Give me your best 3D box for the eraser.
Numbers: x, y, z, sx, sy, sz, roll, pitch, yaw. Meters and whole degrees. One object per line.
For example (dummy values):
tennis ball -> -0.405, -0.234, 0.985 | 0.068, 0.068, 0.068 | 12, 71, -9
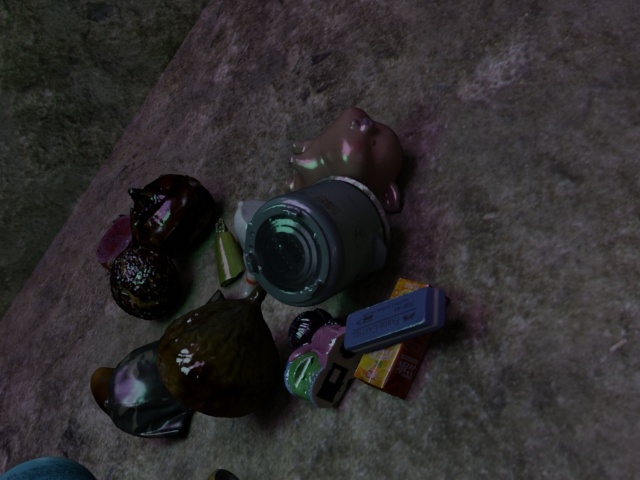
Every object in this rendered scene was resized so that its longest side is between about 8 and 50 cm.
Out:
eraser -> 0.140, 0.154, 1.491 | 0.225, 0.036, 0.082 | -25, 43, 39

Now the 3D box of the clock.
clock -> -0.010, 0.247, 1.676 | 0.194, 0.100, 0.195 | -60, 32, -4

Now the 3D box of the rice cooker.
rice cooker -> 0.000, 0.000, 1.699 | 0.316, 0.316, 0.264 | -141, 52, -57

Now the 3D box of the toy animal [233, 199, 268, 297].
toy animal -> -0.141, 0.028, 1.983 | 0.138, 0.283, 0.140 | 16, 43, 29

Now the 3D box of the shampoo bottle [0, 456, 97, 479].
shampoo bottle -> -0.630, 0.724, 1.834 | 0.342, 0.331, 0.331 | 18, 76, 57

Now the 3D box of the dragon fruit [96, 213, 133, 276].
dragon fruit -> -0.664, 0.043, 2.680 | 0.211, 0.147, 0.282 | -28, 44, 22

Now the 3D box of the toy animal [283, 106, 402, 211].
toy animal -> 0.053, -0.162, 1.863 | 0.326, 0.269, 0.237 | 110, 165, -45

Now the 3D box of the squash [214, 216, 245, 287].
squash -> -0.262, 0.030, 2.220 | 0.090, 0.075, 0.200 | -42, 53, 52

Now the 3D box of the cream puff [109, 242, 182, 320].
cream puff -> -0.529, 0.127, 2.317 | 0.239, 0.239, 0.164 | -18, 10, 43

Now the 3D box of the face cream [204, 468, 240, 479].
face cream -> -0.307, 0.645, 1.697 | 0.349, 0.105, 0.105 | -45, 34, 15

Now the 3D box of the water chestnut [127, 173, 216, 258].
water chestnut -> -0.487, -0.091, 2.430 | 0.300, 0.300, 0.300 | -33, 39, 31

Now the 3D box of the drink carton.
drink carton -> 0.159, 0.191, 1.534 | 0.096, 0.071, 0.223 | 9, 69, 54

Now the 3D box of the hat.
hat -> -0.399, 0.296, 2.054 | 0.366, 0.257, 0.382 | 43, 117, 55

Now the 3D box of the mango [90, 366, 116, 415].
mango -> -0.587, 0.432, 2.241 | 0.267, 0.111, 0.133 | 19, 93, 55

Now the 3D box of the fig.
fig -> -0.200, 0.202, 1.761 | 0.286, 0.286, 0.369 | 17, 82, 56
